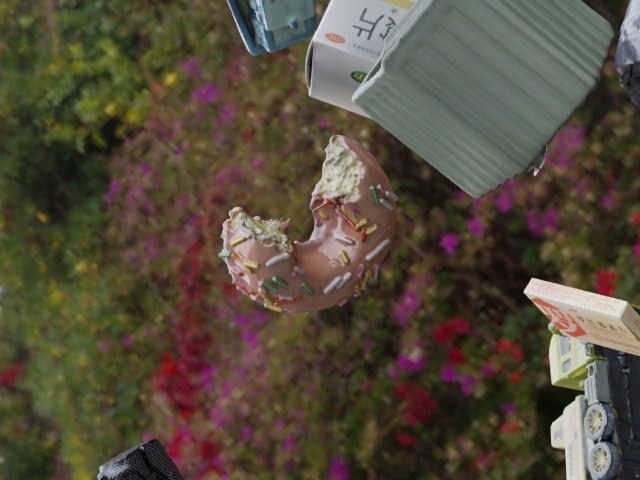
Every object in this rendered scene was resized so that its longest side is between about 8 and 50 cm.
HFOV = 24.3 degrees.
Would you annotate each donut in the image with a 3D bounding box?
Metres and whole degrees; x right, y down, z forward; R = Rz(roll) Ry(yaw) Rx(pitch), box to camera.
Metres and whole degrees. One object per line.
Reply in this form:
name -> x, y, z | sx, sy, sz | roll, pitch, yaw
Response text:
donut -> 0.000, 0.000, 1.796 | 0.233, 0.085, 0.199 | -39, -47, -12

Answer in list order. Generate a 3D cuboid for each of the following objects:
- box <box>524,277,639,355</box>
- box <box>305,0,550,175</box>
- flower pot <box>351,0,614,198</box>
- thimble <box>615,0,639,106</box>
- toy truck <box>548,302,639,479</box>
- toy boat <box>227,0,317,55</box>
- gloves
box -> 0.192, 0.055, 1.041 | 0.058, 0.093, 0.015 | 45, -108, -34
box -> 0.164, -0.234, 1.942 | 0.145, 0.333, 0.173 | 94, -161, -65
flower pot -> 0.172, -0.187, 1.576 | 0.209, 0.190, 0.239 | -47, 7, 39
thimble -> 0.472, -0.255, 1.853 | 0.236, 0.205, 0.172 | 151, 142, -81
toy truck -> 0.368, 0.223, 1.931 | 0.124, 0.272, 0.157 | 12, -29, -25
toy boat -> -0.081, -0.420, 2.118 | 0.145, 0.133, 0.331 | -22, -54, -12
gloves -> -0.252, 0.401, 2.257 | 0.106, 0.180, 0.129 | -26, -1, -1
